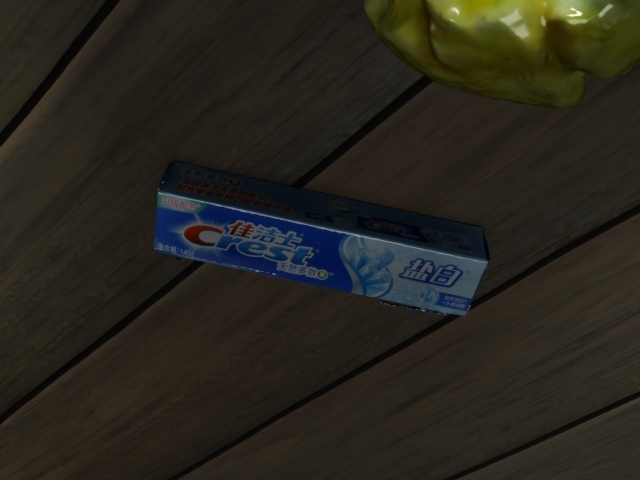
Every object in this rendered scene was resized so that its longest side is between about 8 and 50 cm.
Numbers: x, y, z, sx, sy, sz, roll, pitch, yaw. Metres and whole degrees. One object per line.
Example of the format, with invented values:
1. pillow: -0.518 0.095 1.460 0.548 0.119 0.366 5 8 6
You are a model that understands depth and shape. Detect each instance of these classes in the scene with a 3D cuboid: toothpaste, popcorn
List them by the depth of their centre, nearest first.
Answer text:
1. popcorn: 0.126 -0.166 0.349 0.221 0.204 0.184 -20 103 20
2. toothpaste: 0.000 0.000 0.577 0.272 0.053 0.066 12 127 -3
